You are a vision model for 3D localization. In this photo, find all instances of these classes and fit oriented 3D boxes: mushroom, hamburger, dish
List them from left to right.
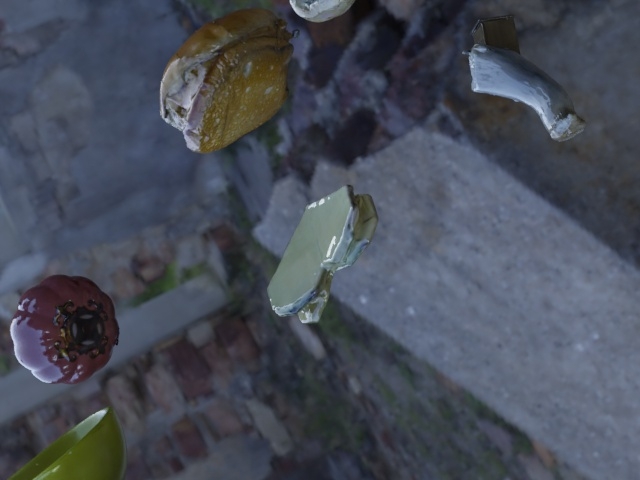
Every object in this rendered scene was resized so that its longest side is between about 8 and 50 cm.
[{"bbox_3d":[-0.343,0.338,1.569,0.108,0.262,0.221,52,177,-5],"label":"dish"},{"bbox_3d":[-0.181,-0.326,2.431,0.170,0.314,0.290,47,151,15],"label":"hamburger"},{"bbox_3d":[-0.002,-0.422,1.941,0.148,0.112,0.148,15,109,50],"label":"mushroom"},{"bbox_3d":[0.368,-0.275,2.195,0.278,0.096,0.099,39,156,28],"label":"mushroom"}]

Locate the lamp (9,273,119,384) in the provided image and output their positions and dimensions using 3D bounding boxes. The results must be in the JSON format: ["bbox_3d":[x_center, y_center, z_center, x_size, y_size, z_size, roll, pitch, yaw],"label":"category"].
[{"bbox_3d":[-0.417,0.144,1.962,0.140,0.182,0.182,-6,112,49],"label":"lamp"}]

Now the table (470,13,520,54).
[{"bbox_3d":[0.338,-0.379,2.330,0.083,0.070,0.082,118,142,-80],"label":"table"}]

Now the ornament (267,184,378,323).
[{"bbox_3d":[0.000,0.000,1.650,0.059,0.201,0.180,24,-153,-25],"label":"ornament"}]
